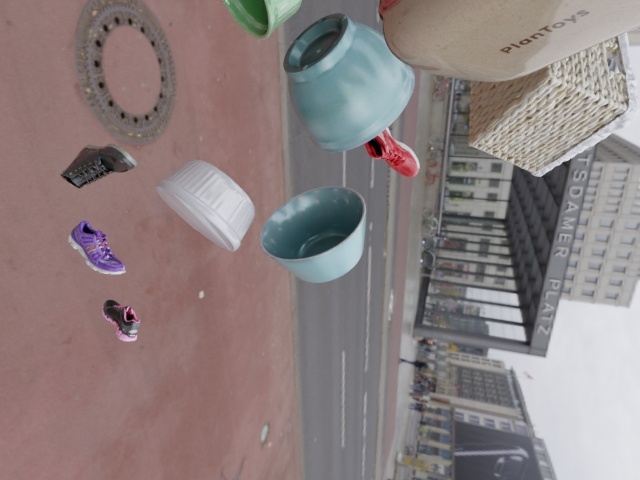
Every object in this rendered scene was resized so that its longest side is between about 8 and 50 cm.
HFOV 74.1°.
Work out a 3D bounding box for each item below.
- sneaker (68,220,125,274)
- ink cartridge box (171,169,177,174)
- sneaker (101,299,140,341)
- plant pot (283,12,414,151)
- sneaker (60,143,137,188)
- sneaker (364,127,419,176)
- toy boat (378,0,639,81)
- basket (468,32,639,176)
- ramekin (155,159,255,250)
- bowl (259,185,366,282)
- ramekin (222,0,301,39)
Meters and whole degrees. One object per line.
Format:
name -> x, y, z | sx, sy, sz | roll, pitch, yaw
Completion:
sneaker -> -0.530, 0.018, 1.011 | 0.071, 0.170, 0.068 | -52, 172, 13
ink cartridge box -> -0.472, -0.177, 1.372 | 0.063, 0.115, 0.029 | 48, 47, -18
sneaker -> -0.403, 0.151, 0.867 | 0.047, 0.119, 0.057 | 5, 116, -56
plant pot -> 0.039, -0.379, 0.972 | 0.196, 0.293, 0.292 | 40, 55, -43
sneaker -> -0.579, -0.185, 1.112 | 0.118, 0.222, 0.083 | -61, 140, -27
sneaker -> 0.189, -0.233, 1.184 | 0.221, 0.087, 0.128 | 39, 40, -17
toy boat -> 0.143, -0.215, 0.300 | 0.151, 0.231, 0.151 | 2, 87, -30
basket -> 0.616, -0.416, 1.170 | 0.331, 0.267, 0.328 | 134, -31, -63
ramekin -> -0.300, -0.101, 1.159 | 0.127, 0.273, 0.273 | -52, 153, -17
bowl -> 0.000, 0.000, 1.217 | 0.311, 0.312, 0.163 | -68, 145, -41
ramekin -> -0.190, -0.778, 1.256 | 0.148, 0.303, 0.303 | -40, 148, -14
